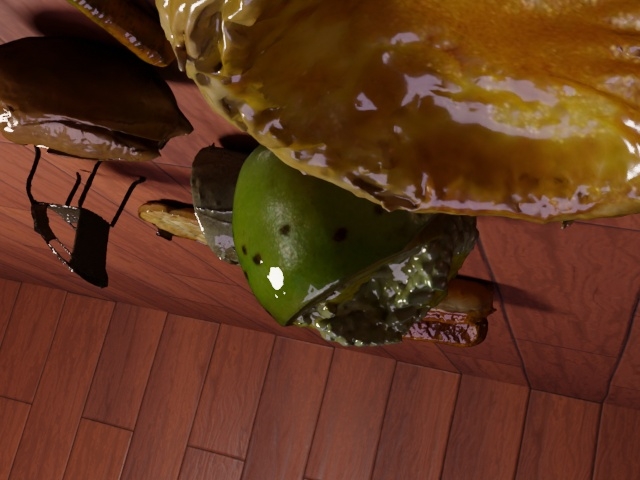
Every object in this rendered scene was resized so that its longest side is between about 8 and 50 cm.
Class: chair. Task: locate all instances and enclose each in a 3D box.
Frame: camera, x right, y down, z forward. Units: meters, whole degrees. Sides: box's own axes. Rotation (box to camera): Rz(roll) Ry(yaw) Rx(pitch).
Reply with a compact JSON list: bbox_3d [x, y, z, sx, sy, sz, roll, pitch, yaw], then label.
[{"bbox_3d":[-0.393,-0.034,1.342,0.149,0.213,0.174,3,163,20],"label":"chair"}]

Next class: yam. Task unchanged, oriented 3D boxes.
[{"bbox_3d":[-0.016,-0.028,1.089,0.304,0.168,0.168,10,166,10],"label":"yam"}]

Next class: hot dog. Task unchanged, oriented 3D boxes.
[{"bbox_3d":[0.161,0.115,1.585,0.348,0.117,0.158,5,139,6],"label":"hot dog"}]

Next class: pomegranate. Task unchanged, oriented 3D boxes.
[{"bbox_3d":[0.051,-0.039,0.835,0.260,0.261,0.341,19,135,-20],"label":"pomegranate"}]

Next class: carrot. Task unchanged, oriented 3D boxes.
[{"bbox_3d":[-0.197,-0.215,0.753,0.042,0.042,0.170,3,160,39],"label":"carrot"}]

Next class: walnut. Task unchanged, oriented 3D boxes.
[{"bbox_3d":[-0.258,-0.152,0.893,0.245,0.137,0.137,7,168,-9],"label":"walnut"}]

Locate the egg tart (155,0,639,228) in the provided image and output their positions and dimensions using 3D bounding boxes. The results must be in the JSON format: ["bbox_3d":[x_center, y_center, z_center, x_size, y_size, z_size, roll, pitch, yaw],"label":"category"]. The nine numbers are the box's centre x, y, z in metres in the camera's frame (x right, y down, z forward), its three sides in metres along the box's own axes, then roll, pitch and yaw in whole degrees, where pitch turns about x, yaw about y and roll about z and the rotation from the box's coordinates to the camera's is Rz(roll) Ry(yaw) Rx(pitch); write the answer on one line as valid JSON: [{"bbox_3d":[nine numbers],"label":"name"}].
[{"bbox_3d":[0.095,-0.137,0.500,0.387,0.169,0.388,11,163,3],"label":"egg tart"}]

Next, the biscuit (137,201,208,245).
[{"bbox_3d":[-0.236,-0.022,1.602,0.202,0.041,0.260,2,163,31],"label":"biscuit"}]
